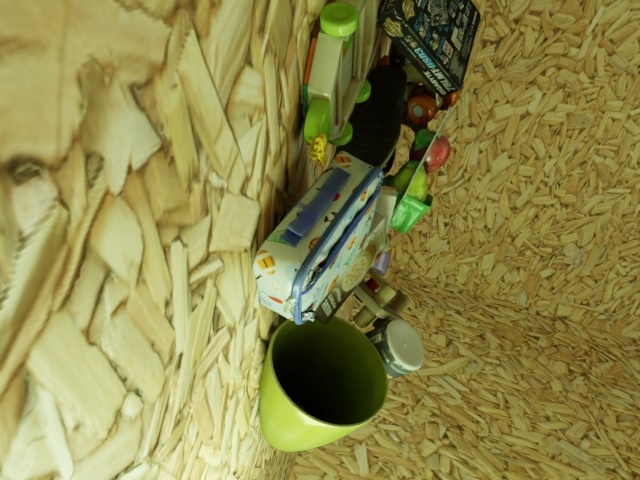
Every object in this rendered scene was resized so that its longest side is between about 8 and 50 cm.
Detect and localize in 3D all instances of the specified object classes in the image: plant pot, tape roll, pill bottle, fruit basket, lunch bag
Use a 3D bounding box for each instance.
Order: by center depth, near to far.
[{"bbox_3d":[0.000,0.000,0.782,0.303,0.115,0.243,-55,166,-27],"label":"lunch bag"},{"bbox_3d":[-0.035,0.364,1.020,0.293,0.275,0.274,-61,179,37],"label":"plant pot"},{"bbox_3d":[0.131,0.301,1.112,0.246,0.130,0.130,-38,-165,39],"label":"pill bottle"},{"bbox_3d":[0.269,-0.208,1.239,0.327,0.166,0.352,-40,151,-68],"label":"fruit basket"},{"bbox_3d":[0.191,0.079,1.831,0.189,0.189,0.080,69,39,-74],"label":"tape roll"}]

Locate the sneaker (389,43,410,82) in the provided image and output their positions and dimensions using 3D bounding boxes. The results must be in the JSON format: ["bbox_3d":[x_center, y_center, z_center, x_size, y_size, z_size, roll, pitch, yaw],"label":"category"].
[{"bbox_3d":[0.264,-0.596,1.442,0.108,0.100,0.271,-5,117,-53],"label":"sneaker"}]

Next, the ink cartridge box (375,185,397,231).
[{"bbox_3d":[0.087,-0.074,1.085,0.045,0.180,0.145,-78,177,-49],"label":"ink cartridge box"}]

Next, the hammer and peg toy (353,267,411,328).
[{"bbox_3d":[0.119,0.133,1.229,0.127,0.266,0.361,-47,155,4],"label":"hammer and peg toy"}]

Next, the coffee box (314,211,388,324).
[{"bbox_3d":[0.040,0.049,0.982,0.246,0.098,0.141,-49,152,-15],"label":"coffee box"}]

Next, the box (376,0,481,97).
[{"bbox_3d":[0.296,-0.586,1.149,0.073,0.293,0.295,-7,-123,51],"label":"box"}]

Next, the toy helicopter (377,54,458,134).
[{"bbox_3d":[0.234,-0.412,1.357,0.140,0.235,0.355,-36,175,-28],"label":"toy helicopter"}]

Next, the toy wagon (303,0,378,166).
[{"bbox_3d":[0.032,-0.282,0.746,0.267,0.068,0.344,86,24,-63],"label":"toy wagon"}]

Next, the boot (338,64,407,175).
[{"bbox_3d":[0.142,-0.254,1.211,0.284,0.138,0.377,86,18,-63],"label":"boot"}]
